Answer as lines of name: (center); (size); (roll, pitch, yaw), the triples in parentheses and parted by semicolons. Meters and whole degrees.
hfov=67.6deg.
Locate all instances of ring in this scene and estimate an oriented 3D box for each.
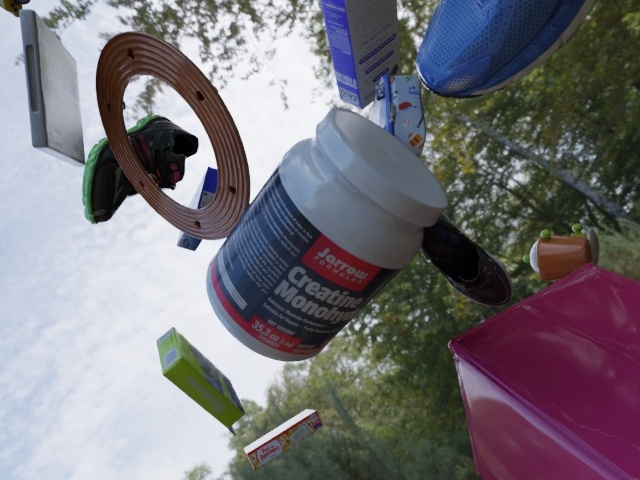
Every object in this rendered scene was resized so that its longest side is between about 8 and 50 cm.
ring: (-0.231, -0.151, 0.750); (0.032, 0.336, 0.336); (-40, -29, -41)

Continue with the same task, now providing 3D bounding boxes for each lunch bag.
lunch bag: (0.184, -0.256, 1.214); (0.115, 0.243, 0.303); (2, -23, -1)

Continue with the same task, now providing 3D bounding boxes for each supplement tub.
supplement tub: (0.000, 0.000, 0.583); (0.191, 0.191, 0.272); (0, -43, -50)

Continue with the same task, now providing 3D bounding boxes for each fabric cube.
fabric cube: (0.347, 0.219, 0.565); (0.259, 0.258, 0.254); (-25, -64, -15)

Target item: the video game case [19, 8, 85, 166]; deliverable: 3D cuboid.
video game case: (-0.424, -0.228, 0.768); (0.023, 0.212, 0.193); (-4, -88, -12)

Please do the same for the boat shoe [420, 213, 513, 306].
boat shoe: (0.209, 0.033, 0.695); (0.080, 0.076, 0.228); (-39, -68, 17)

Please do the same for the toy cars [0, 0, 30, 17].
toy cars: (-0.691, -0.508, 0.962); (0.394, 0.176, 0.087); (-19, -5, 33)

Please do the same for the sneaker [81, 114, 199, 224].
sneaker: (-0.505, -0.218, 1.377); (0.483, 0.202, 0.185); (-67, -7, -46)

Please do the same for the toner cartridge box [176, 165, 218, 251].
toner cartridge box: (-0.417, -0.100, 1.669); (0.075, 0.165, 0.348); (19, -29, -20)

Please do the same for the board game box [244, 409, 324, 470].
board game box: (-0.095, 0.498, 1.206); (0.193, 0.045, 0.147); (-26, -11, -19)

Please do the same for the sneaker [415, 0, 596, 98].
sneaker: (0.148, -0.255, 0.328); (0.147, 0.130, 0.330); (-3, -43, -33)

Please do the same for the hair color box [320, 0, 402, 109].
hair color box: (0.121, -0.560, 1.322); (0.185, 0.110, 0.339); (-42, -36, -18)

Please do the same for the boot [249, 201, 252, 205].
boot: (0.000, -0.052, 0.802); (0.283, 0.109, 0.220); (-3, -3, -11)

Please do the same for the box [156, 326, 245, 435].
box: (-0.193, 0.232, 0.789); (0.042, 0.109, 0.178); (-40, -62, -7)

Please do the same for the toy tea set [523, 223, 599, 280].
toy tea set: (0.511, 0.130, 1.004); (0.200, 0.124, 0.336); (4, -97, -52)
